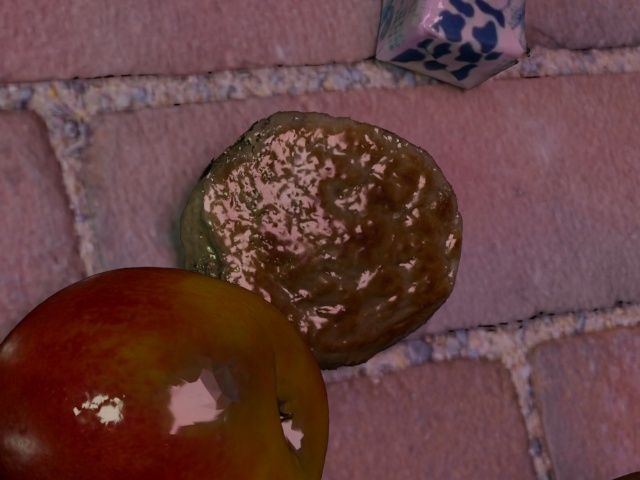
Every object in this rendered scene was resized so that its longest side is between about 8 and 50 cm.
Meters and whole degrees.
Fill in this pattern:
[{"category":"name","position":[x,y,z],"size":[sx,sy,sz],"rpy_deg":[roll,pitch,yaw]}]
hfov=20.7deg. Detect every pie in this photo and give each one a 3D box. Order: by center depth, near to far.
[{"category":"pie","position":[0.000,0.000,1.135],"size":[0.193,0.079,0.163],"rpy_deg":[17,74,-24]}]

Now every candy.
[{"category":"candy","position":[0.100,-0.194,1.258],"size":[0.092,0.073,0.160],"rpy_deg":[18,66,-26]}]

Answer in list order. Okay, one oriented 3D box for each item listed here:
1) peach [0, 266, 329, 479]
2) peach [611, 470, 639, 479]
[{"category":"peach","position":[-0.097,0.106,1.020],"size":[0.190,0.192,0.190],"rpy_deg":[1,90,-65]},{"category":"peach","position":[0.259,0.262,1.105],"size":[0.252,0.252,0.252],"rpy_deg":[10,69,-27]}]
